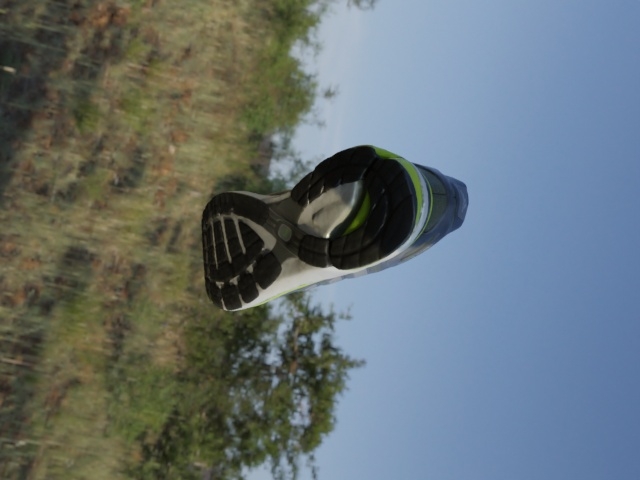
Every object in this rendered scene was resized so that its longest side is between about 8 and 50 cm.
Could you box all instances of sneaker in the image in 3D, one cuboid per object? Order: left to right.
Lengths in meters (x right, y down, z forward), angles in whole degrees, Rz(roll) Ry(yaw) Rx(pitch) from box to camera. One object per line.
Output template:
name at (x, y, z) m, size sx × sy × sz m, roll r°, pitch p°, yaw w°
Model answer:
sneaker at (0.000, 0.000, 0.693) m, size 0.299 × 0.121 × 0.111 m, roll -12°, pitch -100°, yaw 46°
